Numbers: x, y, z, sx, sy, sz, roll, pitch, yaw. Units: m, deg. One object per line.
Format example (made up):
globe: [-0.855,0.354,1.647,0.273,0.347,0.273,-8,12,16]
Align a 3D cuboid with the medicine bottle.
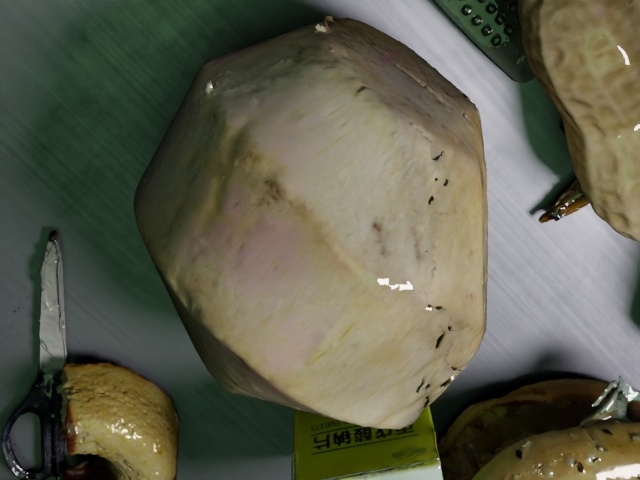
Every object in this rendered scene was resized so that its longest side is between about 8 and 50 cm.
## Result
medicine bottle: [0.045,0.212,1.117,0.137,0.250,0.141,-9,114,2]

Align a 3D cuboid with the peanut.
peanut: [0.261,-0.139,1.020,0.120,0.136,0.298,-22,114,14]

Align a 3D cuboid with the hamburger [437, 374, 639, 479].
hamburger: [0.256,0.287,1.181,0.277,0.195,0.318,42,104,-17]

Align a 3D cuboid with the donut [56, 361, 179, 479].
donut: [-0.215,0.236,1.197,0.141,0.085,0.217,-4,115,-12]

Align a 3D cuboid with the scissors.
scissors: [-0.281,0.129,1.200,0.109,0.022,0.300,4,113,-5]

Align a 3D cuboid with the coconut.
coconut: [0.000,0.000,1.002,0.353,0.352,0.352,0,112,0]

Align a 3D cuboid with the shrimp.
shrimp: [0.254,-0.070,1.124,0.091,0.025,0.127,42,101,-15]

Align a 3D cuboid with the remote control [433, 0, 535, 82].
remote control: [0.135,-0.238,1.047,0.072,0.042,0.222,-40,106,12]
